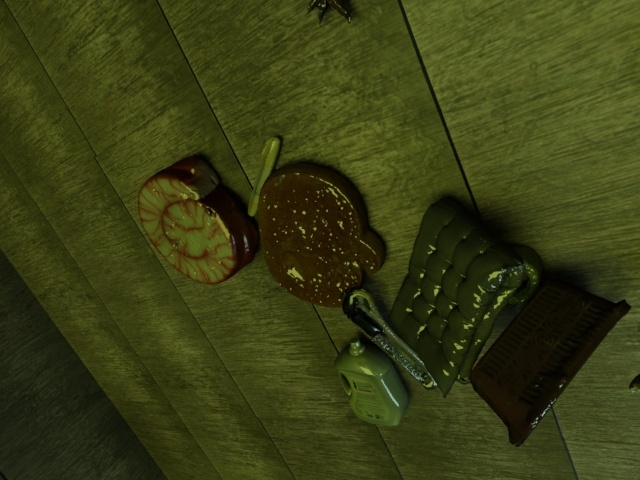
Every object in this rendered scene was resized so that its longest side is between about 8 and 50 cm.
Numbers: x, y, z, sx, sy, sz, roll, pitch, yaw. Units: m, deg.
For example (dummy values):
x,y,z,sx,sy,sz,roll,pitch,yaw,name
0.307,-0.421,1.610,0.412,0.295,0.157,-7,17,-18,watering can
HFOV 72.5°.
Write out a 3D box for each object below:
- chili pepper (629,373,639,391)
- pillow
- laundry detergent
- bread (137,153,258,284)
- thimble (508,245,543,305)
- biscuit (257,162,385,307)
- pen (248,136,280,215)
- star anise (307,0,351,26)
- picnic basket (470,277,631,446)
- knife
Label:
x,y,z,sx,sy,sz,roll,pitch,yaw,name
0.668,0.158,0.665,0.338,0.134,0.131,-6,125,32,chili pepper
0.243,0.106,0.843,0.228,0.101,0.326,-124,34,-48,pillow
0.124,0.364,1.149,0.181,0.091,0.253,-4,116,39,laundry detergent
-0.327,-0.038,1.154,0.327,0.114,0.295,50,130,-6,bread
0.376,0.069,0.835,0.084,0.062,0.110,15,124,26,thimble
0.001,-0.001,1.018,0.314,0.063,0.367,11,124,20,biscuit
-0.139,-0.148,1.030,0.040,0.032,0.233,51,135,25,pen
-0.003,-0.437,0.753,0.129,0.056,0.124,15,125,22,star anise
0.383,0.203,0.767,0.129,0.297,0.222,38,172,32,picnic basket
0.176,0.249,1.045,0.089,0.043,0.365,-31,109,38,knife
